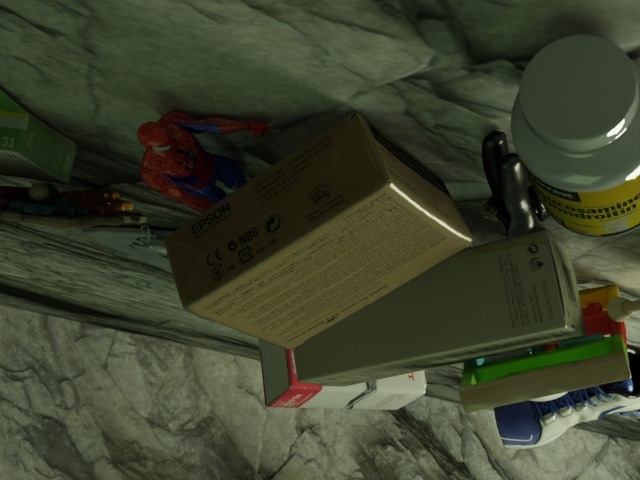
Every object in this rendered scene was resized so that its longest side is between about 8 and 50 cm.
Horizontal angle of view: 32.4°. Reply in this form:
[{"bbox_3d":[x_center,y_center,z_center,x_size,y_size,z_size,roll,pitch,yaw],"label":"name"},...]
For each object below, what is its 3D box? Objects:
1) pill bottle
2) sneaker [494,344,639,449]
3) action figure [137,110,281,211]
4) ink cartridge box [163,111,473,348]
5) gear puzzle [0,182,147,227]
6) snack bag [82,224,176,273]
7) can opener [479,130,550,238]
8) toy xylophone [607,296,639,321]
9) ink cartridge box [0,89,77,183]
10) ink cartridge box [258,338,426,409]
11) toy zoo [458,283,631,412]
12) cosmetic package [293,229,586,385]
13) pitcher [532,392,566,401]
[{"bbox_3d":[0.192,-0.073,0.782,0.103,0.103,0.184,7,167,22],"label":"pill bottle"},{"bbox_3d":[0.441,0.241,1.845,0.316,0.127,0.182,-15,152,3],"label":"sneaker"},{"bbox_3d":[-0.084,-0.059,1.131,0.139,0.091,0.280,13,170,26],"label":"action figure"},{"bbox_3d":[0.000,0.000,1.069,0.235,0.088,0.193,-32,151,18],"label":"ink cartridge box"},{"bbox_3d":[-0.305,-0.050,1.335,0.176,0.044,0.339,6,-176,11],"label":"gear puzzle"},{"bbox_3d":[-0.171,0.039,1.765,0.343,0.037,0.323,4,166,32],"label":"snack bag"},{"bbox_3d":[0.175,-0.055,1.021,0.059,0.073,0.186,49,-178,28],"label":"can opener"},{"bbox_3d":[0.456,0.058,1.172,0.236,0.081,0.323,13,167,-9],"label":"toy xylophone"},{"bbox_3d":[-0.391,-0.128,1.188,0.171,0.056,0.235,9,169,16],"label":"ink cartridge box"},{"bbox_3d":[0.031,0.169,1.723,0.237,0.172,0.100,6,151,-26],"label":"ink cartridge box"},{"bbox_3d":[0.278,0.119,1.359,0.192,0.030,0.293,-15,-167,17],"label":"toy zoo"},{"bbox_3d":[0.134,0.085,1.267,0.309,0.113,0.160,-13,167,18],"label":"cosmetic package"},{"bbox_3d":[0.302,0.170,1.775,0.207,0.125,0.178,26,-173,-31],"label":"pitcher"}]
